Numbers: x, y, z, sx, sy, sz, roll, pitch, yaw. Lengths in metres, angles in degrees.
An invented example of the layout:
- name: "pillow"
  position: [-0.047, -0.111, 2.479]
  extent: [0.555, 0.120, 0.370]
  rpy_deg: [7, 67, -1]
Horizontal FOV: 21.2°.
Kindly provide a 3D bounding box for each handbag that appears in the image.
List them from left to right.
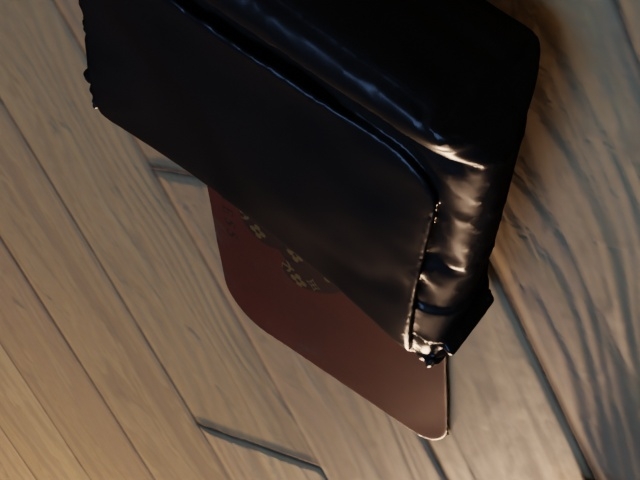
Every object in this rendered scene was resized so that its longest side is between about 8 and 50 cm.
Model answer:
- name: "handbag"
  position: [-0.011, -0.074, 0.778]
  extent: [0.247, 0.080, 0.223]
  rpy_deg: [38, 158, 17]

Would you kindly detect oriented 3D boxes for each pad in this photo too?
- name: "pad"
  position: [0.000, 0.000, 0.940]
  extent: [0.181, 0.004, 0.267]
  rpy_deg: [33, 151, 28]

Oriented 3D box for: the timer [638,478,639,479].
- name: "timer"
  position: [0.246, 0.219, 0.795]
  extent: [0.178, 0.078, 0.253]
  rpy_deg: [6, 131, 57]
